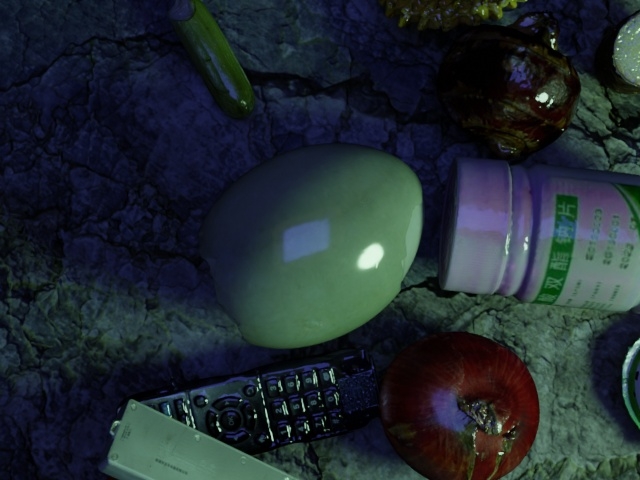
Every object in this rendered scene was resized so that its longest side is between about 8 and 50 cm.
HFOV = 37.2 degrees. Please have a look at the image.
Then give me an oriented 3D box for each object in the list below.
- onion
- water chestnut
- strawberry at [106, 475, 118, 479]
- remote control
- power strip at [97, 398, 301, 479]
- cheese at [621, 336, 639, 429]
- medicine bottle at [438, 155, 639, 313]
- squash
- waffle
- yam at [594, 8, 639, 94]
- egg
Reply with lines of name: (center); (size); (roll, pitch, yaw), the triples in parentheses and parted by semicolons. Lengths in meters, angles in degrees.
onion: (0.212, 0.245, 1.414); (0.248, 0.161, 0.248); (8, 55, -12)
water chestnut: (0.293, -0.249, 1.452); (0.224, 0.223, 0.238); (28, 96, 4)
strawberry: (-0.223, 0.412, 1.394); (0.236, 0.107, 0.175); (-7, 105, 3)
remote control: (-0.107, 0.255, 1.454); (0.399, 0.062, 0.144); (-12, 96, 0)
power strip: (-0.146, 0.351, 1.380); (0.367, 0.043, 0.106); (30, 48, -16)
cheese: (0.564, 0.177, 1.453); (0.204, 0.083, 0.320); (9, 83, 2)
medicine bottle: (0.349, -0.008, 1.420); (0.325, 0.212, 0.212); (7, 82, 1)
squash: (-0.177, -0.302, 1.539); (0.069, 0.069, 0.239); (-29, 83, -4)
waffle: (0.202, -0.406, 1.504); (0.232, 0.051, 0.228); (-11, 45, 0)
yam: (0.492, -0.287, 1.454); (0.129, 0.238, 0.128); (15, 97, 5)
egg: (0.000, 0.000, 1.389); (0.336, 0.278, 0.278); (-24, 82, -3)
